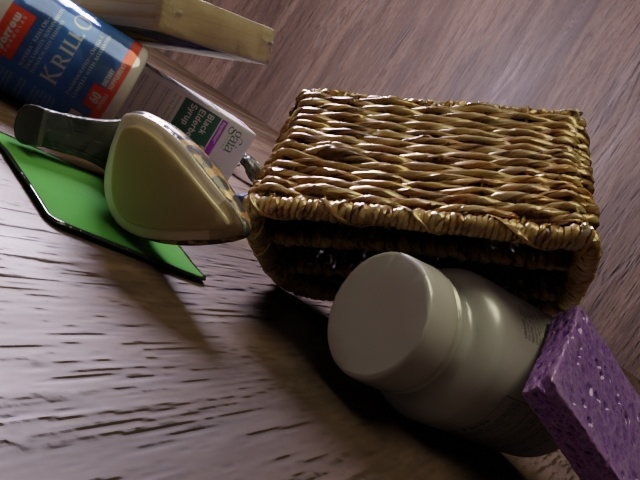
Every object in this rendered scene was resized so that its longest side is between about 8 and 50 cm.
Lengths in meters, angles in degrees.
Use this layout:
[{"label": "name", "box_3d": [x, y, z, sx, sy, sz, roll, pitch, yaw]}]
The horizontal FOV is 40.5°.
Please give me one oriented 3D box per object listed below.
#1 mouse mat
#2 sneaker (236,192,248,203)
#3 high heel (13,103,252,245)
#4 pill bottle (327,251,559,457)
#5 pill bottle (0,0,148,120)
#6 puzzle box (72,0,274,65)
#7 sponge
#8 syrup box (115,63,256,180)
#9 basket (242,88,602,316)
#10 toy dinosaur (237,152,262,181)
[{"label": "mouse mat", "box_3d": [-0.188, -0.031, 0.730, 0.153, 0.007, 0.190, 27, 9, -42]}, {"label": "sneaker", "box_3d": [0.000, 0.000, 1.085, 0.232, 0.090, 0.081, 12, 8, 4]}, {"label": "high heel", "box_3d": [-0.119, -0.056, 0.767, 0.261, 0.093, 0.186, 27, 10, 30]}, {"label": "pill bottle", "box_3d": [0.119, 0.095, 0.722, 0.229, 0.131, 0.131, 27, 10, -40]}, {"label": "pill bottle", "box_3d": [-0.308, -0.210, 0.928, 0.222, 0.124, 0.124, 30, 8, -19]}, {"label": "puzzle box", "box_3d": [-0.297, -0.298, 1.131, 0.409, 0.052, 0.272, 13, 7, 22]}, {"label": "sponge", "box_3d": [0.236, 0.164, 0.683, 0.210, 0.031, 0.117, 55, 35, -9]}, {"label": "syrup box", "box_3d": [-0.215, -0.172, 1.184, 0.237, 0.093, 0.096, 30, 7, -22]}, {"label": "basket", "box_3d": [0.093, 0.004, 0.812, 0.299, 0.213, 0.223, 6, 36, 9]}, {"label": "toy dinosaur", "box_3d": [-0.194, -0.180, 1.466, 0.268, 0.064, 0.118, 29, 15, -7]}]
